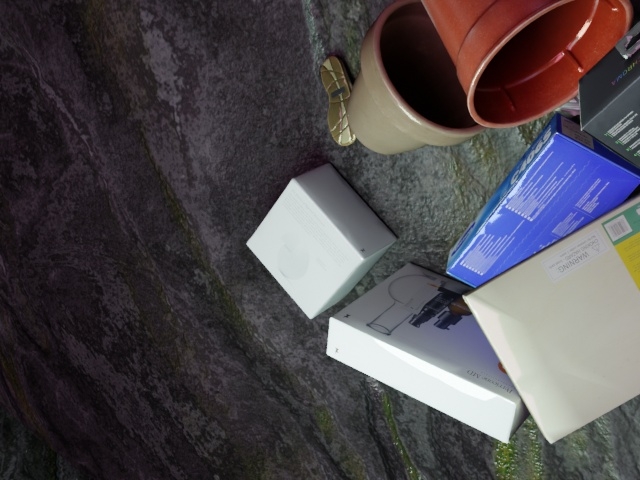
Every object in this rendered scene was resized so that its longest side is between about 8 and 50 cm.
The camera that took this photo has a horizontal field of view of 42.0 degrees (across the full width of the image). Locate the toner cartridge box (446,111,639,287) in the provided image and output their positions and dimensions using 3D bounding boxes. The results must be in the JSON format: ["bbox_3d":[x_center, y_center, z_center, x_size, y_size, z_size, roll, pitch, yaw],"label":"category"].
[{"bbox_3d":[0.378,-0.040,1.447,0.165,0.075,0.348,28,129,-5],"label":"toner cartridge box"}]

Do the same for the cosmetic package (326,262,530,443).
[{"bbox_3d":[0.246,0.191,1.553,0.377,0.284,0.097,22,125,30],"label":"cosmetic package"}]

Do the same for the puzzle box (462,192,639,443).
[{"bbox_3d":[0.470,0.104,1.325,0.409,0.052,0.272,-30,88,2],"label":"puzzle box"}]

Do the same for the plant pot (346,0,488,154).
[{"bbox_3d":[0.162,-0.261,1.478,0.263,0.263,0.229,57,151,4],"label":"plant pot"}]

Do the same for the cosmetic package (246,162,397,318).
[{"bbox_3d":[0.000,0.000,1.768,0.224,0.138,0.224,49,133,11],"label":"cosmetic package"}]

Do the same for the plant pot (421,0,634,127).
[{"bbox_3d":[0.287,-0.363,1.283,0.272,0.272,0.265,-51,54,40],"label":"plant pot"}]

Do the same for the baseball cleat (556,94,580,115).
[{"bbox_3d":[0.404,-0.258,1.374,0.206,0.072,0.109,9,108,32],"label":"baseball cleat"}]

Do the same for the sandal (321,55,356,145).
[{"bbox_3d":[0.048,-0.281,1.672,0.072,0.049,0.180,-16,84,36],"label":"sandal"}]

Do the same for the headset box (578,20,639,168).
[{"bbox_3d":[0.536,-0.205,1.163,0.283,0.131,0.246,29,134,-14],"label":"headset box"}]
